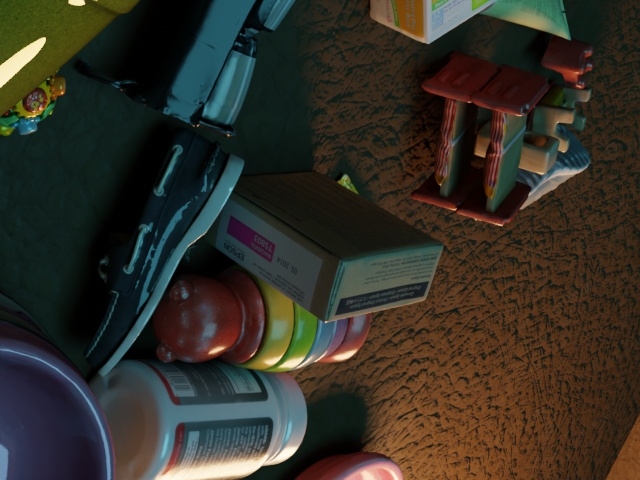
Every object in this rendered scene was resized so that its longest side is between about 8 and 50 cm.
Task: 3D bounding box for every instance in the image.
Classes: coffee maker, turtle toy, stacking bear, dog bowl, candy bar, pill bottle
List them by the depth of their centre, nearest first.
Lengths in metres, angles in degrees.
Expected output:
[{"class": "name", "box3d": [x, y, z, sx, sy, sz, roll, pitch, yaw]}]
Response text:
[{"class": "turtle toy", "box3d": [-0.292, -0.149, 0.989, 0.095, 0.066, 0.130, -54, 145, -3]}, {"class": "dog bowl", "box3d": [-0.379, 0.242, 1.017, 0.407, 0.150, 0.408, -11, 107, -41]}, {"class": "coffee maker", "box3d": [-0.126, -0.216, 1.088, 0.171, 0.120, 0.178, 10, 108, -52]}, {"class": "stacking bear", "box3d": [-0.088, 0.093, 1.354, 0.289, 0.164, 0.176, -1, 118, -44]}, {"class": "pill bottle", "box3d": [-0.157, 0.234, 1.368, 0.283, 0.161, 0.161, 9, 110, -52]}, {"class": "candy bar", "box3d": [0.052, -0.040, 1.525, 0.040, 0.018, 0.161, -47, 144, -7]}]

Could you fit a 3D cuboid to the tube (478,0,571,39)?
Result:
[{"class": "tube", "box3d": [0.297, -0.346, 1.538, 0.240, 0.062, 0.070, -5, 123, -48]}]

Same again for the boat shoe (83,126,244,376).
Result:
[{"class": "boat shoe", "box3d": [-0.201, 0.012, 1.209, 0.091, 0.114, 0.303, 31, 94, -11]}]

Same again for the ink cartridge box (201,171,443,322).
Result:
[{"class": "ink cartridge box", "box3d": [0.000, 0.000, 1.306, 0.193, 0.234, 0.088, -8, 122, -46]}]

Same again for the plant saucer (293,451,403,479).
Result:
[{"class": "plant saucer", "box3d": [0.004, 0.499, 1.835, 0.332, 0.084, 0.332, -29, 136, -32]}]

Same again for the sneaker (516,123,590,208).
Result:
[{"class": "sneaker", "box3d": [0.345, -0.116, 1.773, 0.281, 0.105, 0.115, -24, 163, -40]}]

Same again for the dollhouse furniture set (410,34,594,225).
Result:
[{"class": "dollhouse furniture set", "box3d": [0.289, -0.204, 1.604, 0.374, 0.152, 0.201, -44, 146, -46]}]

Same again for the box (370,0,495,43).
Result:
[{"class": "box", "box3d": [0.164, -0.354, 1.338, 0.203, 0.103, 0.114, -36, 140, -27]}]

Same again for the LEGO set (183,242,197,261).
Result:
[{"class": "LEGO set", "box3d": [-0.169, -0.016, 1.284, 0.054, 0.023, 0.083, 1, 103, -52]}]

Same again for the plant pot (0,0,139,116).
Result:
[{"class": "plant pot", "box3d": [-0.331, -0.188, 0.713, 0.353, 0.366, 0.366, -48, 146, 9]}]
